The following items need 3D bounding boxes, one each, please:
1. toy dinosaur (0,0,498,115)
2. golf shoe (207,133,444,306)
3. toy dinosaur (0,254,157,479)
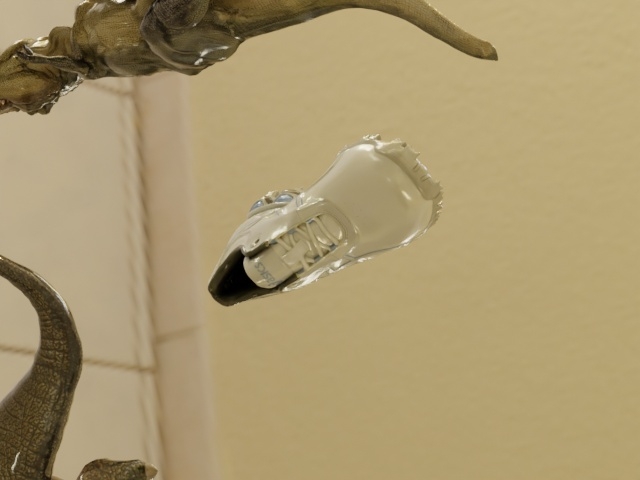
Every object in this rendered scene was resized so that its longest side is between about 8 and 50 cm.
[{"bbox_3d":[-0.067,-0.104,0.829,0.118,0.268,0.064,40,55,-48],"label":"toy dinosaur"},{"bbox_3d":[0.000,0.000,1.100,0.069,0.176,0.086,50,54,-7],"label":"golf shoe"},{"bbox_3d":[-0.099,0.159,0.765,0.121,0.160,0.313,-38,106,-31],"label":"toy dinosaur"}]
